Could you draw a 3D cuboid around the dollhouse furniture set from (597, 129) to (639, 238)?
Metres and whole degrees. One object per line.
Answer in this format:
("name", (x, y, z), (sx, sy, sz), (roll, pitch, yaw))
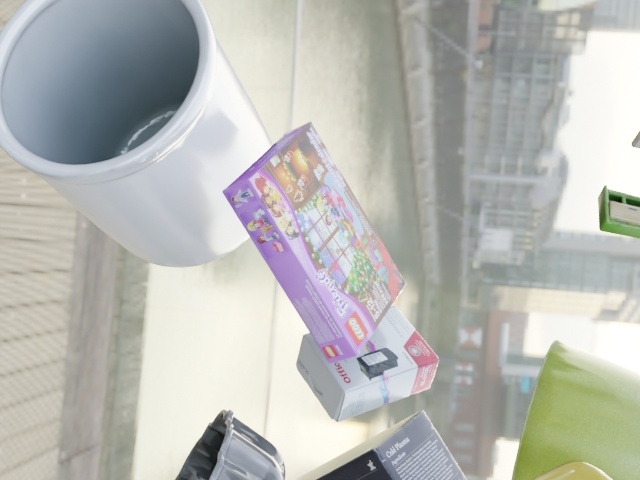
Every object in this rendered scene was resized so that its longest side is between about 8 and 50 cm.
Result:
("dollhouse furniture set", (0.266, -0.063, 0.798), (0.152, 0.058, 0.076), (109, -8, -51))

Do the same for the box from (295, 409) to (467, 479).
("box", (0.105, 0.519, 1.843), (0.312, 0.343, 0.179), (58, 36, 5))

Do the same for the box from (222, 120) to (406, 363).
("box", (0.000, 0.000, 1.520), (0.293, 0.057, 0.201), (59, 37, -14))

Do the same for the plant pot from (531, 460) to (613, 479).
("plant pot", (0.169, 0.343, 0.856), (0.254, 0.239, 0.254), (61, -8, 15))

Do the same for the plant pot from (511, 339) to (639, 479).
("plant pot", (0.415, 0.296, 1.363), (0.275, 0.293, 0.275), (13, 90, -71))

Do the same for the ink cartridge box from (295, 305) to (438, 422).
("ink cartridge box", (0.070, 0.185, 1.618), (0.127, 0.175, 0.072), (51, -37, 35))

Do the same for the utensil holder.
("utensil holder", (-0.257, -0.164, 1.568), (0.385, 0.327, 0.328), (60, 35, -65))

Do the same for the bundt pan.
("bundt pan", (-0.152, 0.409, 1.491), (0.331, 0.124, 0.331), (-60, -170, 18))
